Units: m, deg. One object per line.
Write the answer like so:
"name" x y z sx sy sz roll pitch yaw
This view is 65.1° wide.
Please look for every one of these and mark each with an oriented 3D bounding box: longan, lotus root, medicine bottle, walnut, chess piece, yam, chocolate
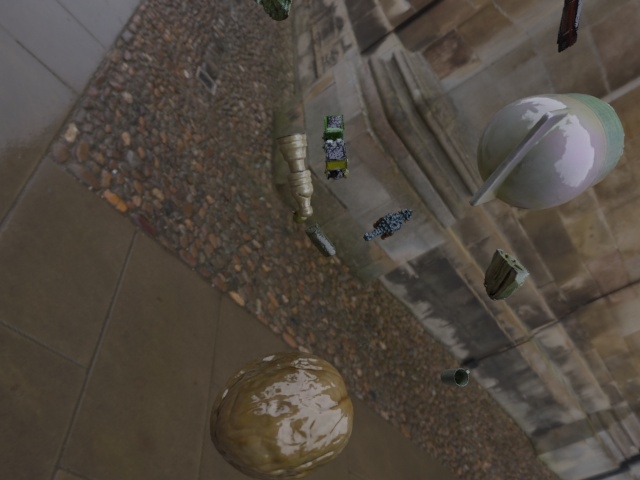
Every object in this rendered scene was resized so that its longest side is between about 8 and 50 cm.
"longan" -0.092 -0.110 2.170 0.083 0.075 0.075 20 40 -29
"lotus root" 0.570 0.116 1.544 0.070 0.144 0.143 11 34 -16
"medicine bottle" 0.470 -0.189 1.061 0.406 0.235 0.236 -20 80 -46
"walnut" -0.085 0.380 1.097 0.277 0.312 0.252 -143 -135 -67
"chess piece" -0.082 -0.239 1.874 0.124 0.138 0.308 -17 100 -37
"yam" 0.000 0.000 1.311 0.094 0.043 0.043 53 21 -21
"chocolate" 0.759 -0.668 1.519 0.086 0.028 0.183 159 -57 -75

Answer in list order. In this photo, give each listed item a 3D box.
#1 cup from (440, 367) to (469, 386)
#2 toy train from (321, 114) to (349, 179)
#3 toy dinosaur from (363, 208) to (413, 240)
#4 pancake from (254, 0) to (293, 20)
"cup" 0.430 0.427 1.595 0.054 0.083 0.075 42 67 -5
"toy train" 0.034 -0.224 1.193 0.202 0.060 0.081 -93 179 -45
"toy dinosaur" 0.153 -0.034 1.130 0.154 0.055 0.049 -30 87 -30
"pancake" -0.153 -0.424 0.791 0.376 0.197 0.054 48 -27 39
